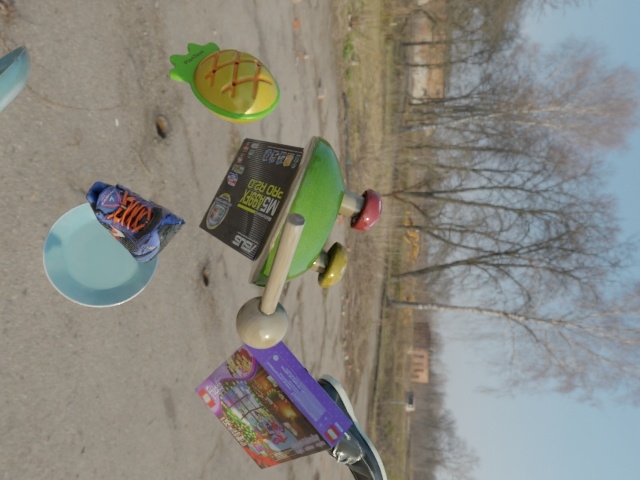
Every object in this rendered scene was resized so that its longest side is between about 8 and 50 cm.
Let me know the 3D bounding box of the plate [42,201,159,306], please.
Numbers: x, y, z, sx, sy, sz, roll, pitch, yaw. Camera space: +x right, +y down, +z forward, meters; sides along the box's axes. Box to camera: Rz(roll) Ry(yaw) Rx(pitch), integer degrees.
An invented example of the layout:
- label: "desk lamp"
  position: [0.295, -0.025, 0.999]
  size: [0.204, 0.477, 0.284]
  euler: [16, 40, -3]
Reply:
- label: "plate"
  position: [-0.382, 0.024, 0.860]
  size: [0.024, 0.188, 0.188]
  euler: [149, -54, -70]

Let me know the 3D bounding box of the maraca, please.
- label: "maraca"
  position: [-0.151, -0.254, 0.773]
  size: [0.127, 0.186, 0.099]
  euler: [-51, 170, -33]

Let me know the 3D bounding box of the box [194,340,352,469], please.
- label: "box"
  position: [-0.097, 0.281, 0.835]
  size: [0.057, 0.201, 0.293]
  euler: [-38, 174, -40]

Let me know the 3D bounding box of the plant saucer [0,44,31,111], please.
- label: "plant saucer"
  position: [-0.611, -0.215, 0.832]
  size: [0.043, 0.318, 0.317]
  euler: [51, 36, -39]

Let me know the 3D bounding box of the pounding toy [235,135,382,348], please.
- label: "pounding toy"
  position: [0.000, 0.000, 0.538]
  size: [0.237, 0.110, 0.183]
  euler: [-80, -165, -55]

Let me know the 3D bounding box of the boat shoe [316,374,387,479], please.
- label: "boat shoe"
  position: [0.038, 0.361, 0.872]
  size: [0.079, 0.084, 0.233]
  euler: [-28, 88, -39]

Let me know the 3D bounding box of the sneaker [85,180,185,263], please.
- label: "sneaker"
  position: [-0.269, -0.032, 0.679]
  size: [0.083, 0.221, 0.087]
  euler: [-56, 132, -19]

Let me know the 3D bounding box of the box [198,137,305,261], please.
- label: "box"
  position: [-0.116, -0.081, 0.938]
  size: [0.060, 0.270, 0.216]
  euler: [30, 87, -36]
